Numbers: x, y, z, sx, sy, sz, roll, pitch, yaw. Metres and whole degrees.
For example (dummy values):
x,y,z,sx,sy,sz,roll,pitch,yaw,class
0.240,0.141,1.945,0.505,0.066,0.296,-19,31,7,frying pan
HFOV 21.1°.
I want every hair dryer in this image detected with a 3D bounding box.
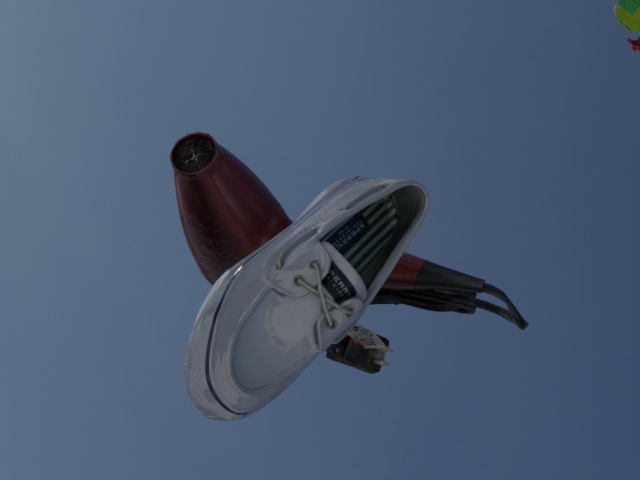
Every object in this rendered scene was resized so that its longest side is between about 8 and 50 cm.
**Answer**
x,y,z,sx,sy,sz,roll,pitch,yaw,class
0.000,0.000,1.314,0.293,0.080,0.224,30,-32,-27,hair dryer

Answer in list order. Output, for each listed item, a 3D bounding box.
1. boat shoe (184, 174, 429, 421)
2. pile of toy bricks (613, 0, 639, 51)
x,y,z,sx,sy,sz,roll,pitch,yaw,class
-0.006,0.027,1.138,0.076,0.226,0.083,-14,-58,47,boat shoe
0.279,-0.202,1.391,0.212,0.105,0.118,38,12,-1,pile of toy bricks
